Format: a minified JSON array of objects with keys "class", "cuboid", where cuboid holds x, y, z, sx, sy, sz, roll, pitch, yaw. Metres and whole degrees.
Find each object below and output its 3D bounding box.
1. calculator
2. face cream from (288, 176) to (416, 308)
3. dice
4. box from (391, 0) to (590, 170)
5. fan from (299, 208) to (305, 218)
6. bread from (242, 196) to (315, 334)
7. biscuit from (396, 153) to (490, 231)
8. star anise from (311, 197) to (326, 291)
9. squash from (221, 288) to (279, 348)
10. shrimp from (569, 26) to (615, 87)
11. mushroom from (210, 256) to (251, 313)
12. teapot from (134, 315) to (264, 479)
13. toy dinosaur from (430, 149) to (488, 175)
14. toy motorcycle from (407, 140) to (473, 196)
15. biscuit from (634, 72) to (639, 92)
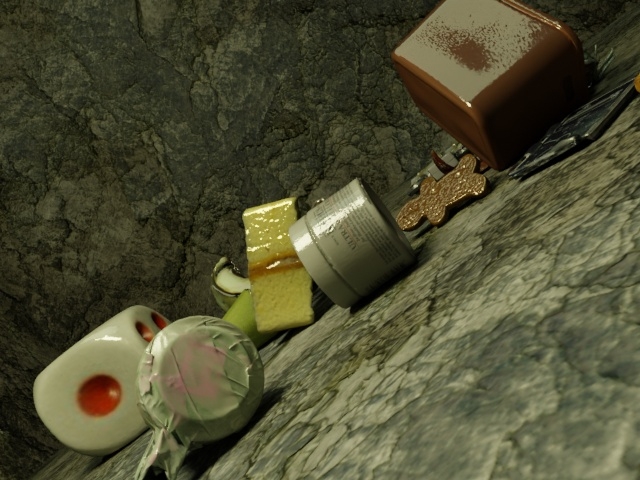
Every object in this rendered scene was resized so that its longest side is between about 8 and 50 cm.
[{"class":"calculator","cuboid":[0.438,-0.196,0.953,0.274,0.028,0.166,-39,3,-35]},{"class":"face cream","cuboid":[0.056,0.003,0.947,0.153,0.177,0.177,-37,3,11]},{"class":"dice","cuboid":[-0.516,0.357,1.445,0.304,0.277,0.304,-40,1,2]},{"class":"box","cuboid":[0.345,-0.346,1.179,0.229,0.339,0.239,-41,-39,5]},{"class":"fan","cuboid":[0.000,0.000,1.458,0.132,0.220,0.009,-35,26,4]},{"class":"bread","cuboid":[-0.083,0.052,1.142,0.142,0.266,0.178,-6,-10,-33]},{"class":"biscuit","cuboid":[0.239,-0.083,1.114,0.205,0.031,0.138,-35,36,23]},{"class":"star anise","cuboid":[-0.013,0.031,1.348,0.282,0.129,0.212,-59,-5,-43]},{"class":"squash","cuboid":[-0.194,0.225,1.292,0.287,0.137,0.137,-46,-1,24]},{"class":"shrimp","cuboid":[0.614,-0.425,1.383,0.221,0.166,0.410,0,34,21]},{"class":"mushroom","cuboid":[-0.157,0.150,1.488,0.267,0.164,0.189,-4,35,6]},{"class":"teapot","cuboid":[-0.173,0.232,0.766,0.163,0.221,0.178,3,-27,-22]},{"class":"toy dinosaur","cuboid":[0.421,-0.258,1.353,0.327,0.113,0.206,-36,0,7]},{"class":"toy motorcycle","cuboid":[0.321,-0.187,1.508,0.225,0.073,0.152,-39,-4,0]},{"class":"biscuit","cuboid":[0.564,-0.285,0.774,0.254,0.035,0.254,-36,3,2]}]
